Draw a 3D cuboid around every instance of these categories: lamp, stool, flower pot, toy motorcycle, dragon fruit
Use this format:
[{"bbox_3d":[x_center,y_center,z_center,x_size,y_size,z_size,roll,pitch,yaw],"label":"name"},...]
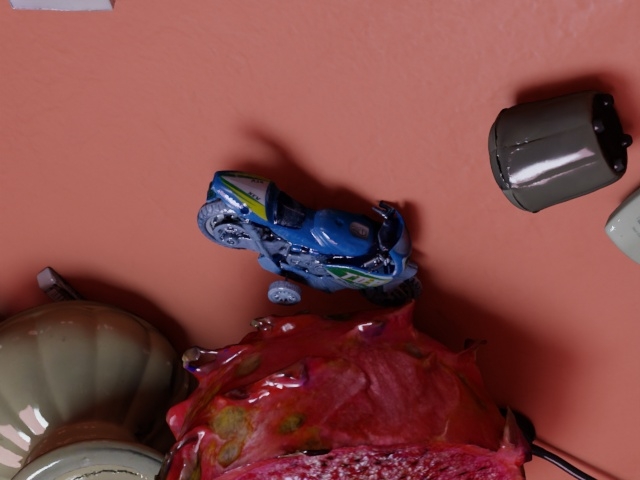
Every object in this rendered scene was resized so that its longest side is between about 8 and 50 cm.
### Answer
[{"bbox_3d":[0.327,0.313,1.567,0.371,0.108,0.130,35,139,-10],"label":"lamp"},{"bbox_3d":[0.207,-0.079,1.241,0.110,0.096,0.096,-17,123,32],"label":"stool"},{"bbox_3d":[-0.271,0.245,1.616,0.307,0.244,0.308,-7,121,-12],"label":"flower pot"},{"bbox_3d":[0.000,0.000,1.421,0.254,0.092,0.135,21,145,-15],"label":"toy motorcycle"},{"bbox_3d":[0.021,0.194,1.484,0.386,0.249,0.371,-22,147,20],"label":"dragon fruit"}]

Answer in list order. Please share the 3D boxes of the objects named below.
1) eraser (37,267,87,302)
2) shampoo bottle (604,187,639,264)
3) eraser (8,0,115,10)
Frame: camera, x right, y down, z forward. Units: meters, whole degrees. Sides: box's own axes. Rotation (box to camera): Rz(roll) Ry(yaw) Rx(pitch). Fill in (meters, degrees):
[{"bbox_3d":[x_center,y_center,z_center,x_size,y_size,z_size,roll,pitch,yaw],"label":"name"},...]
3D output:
[{"bbox_3d":[-0.295,0.071,1.703,0.027,0.019,0.099,-35,112,30],"label":"eraser"},{"bbox_3d":[0.340,-0.046,1.238,0.072,0.049,0.212,42,136,-11],"label":"shampoo bottle"},{"bbox_3d":[-0.250,-0.264,1.297,0.103,0.023,0.150,3,149,11],"label":"eraser"}]
